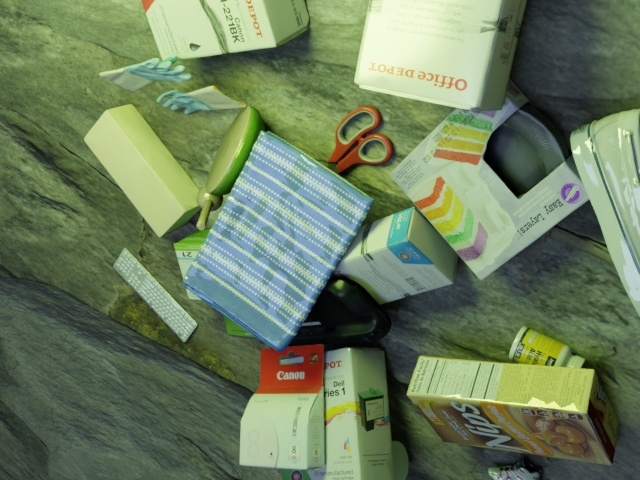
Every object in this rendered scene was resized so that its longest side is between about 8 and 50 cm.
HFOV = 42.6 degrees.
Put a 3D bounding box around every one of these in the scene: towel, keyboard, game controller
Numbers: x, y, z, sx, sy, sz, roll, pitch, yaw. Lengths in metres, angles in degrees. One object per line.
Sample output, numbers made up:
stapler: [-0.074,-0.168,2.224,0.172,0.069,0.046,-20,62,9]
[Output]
towel: [-0.086,0.005,1.459,0.243,0.040,0.336,34,108,13]
keyboard: [-0.391,0.128,1.942,0.256,0.014,0.072,45,129,9]
game controller: [-0.024,0.138,1.562,0.319,0.067,0.166,-10,126,38]

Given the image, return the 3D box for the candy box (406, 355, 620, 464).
candy box: [0.331,0.290,1.418,0.316,0.088,0.183,-2,140,35]

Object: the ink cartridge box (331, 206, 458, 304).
ink cartridge box: [0.125,0.034,1.455,0.190,0.082,0.139,-19,133,40]

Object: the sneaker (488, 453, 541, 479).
sneaker: [0.366,0.425,1.539,0.098,0.038,0.069,11,116,20]

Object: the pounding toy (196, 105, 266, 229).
pounding toy: [-0.142,-0.129,1.568,0.110,0.183,0.237,24,106,-18]

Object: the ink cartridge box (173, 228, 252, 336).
ink cartridge box: [-0.182,0.109,1.732,0.188,0.097,0.255,1,111,34]

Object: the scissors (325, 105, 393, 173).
scissors: [0.019,-0.142,1.526,0.297,0.021,0.109,-32,94,41]

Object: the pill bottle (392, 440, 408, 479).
pill bottle: [0.074,0.462,1.706,0.208,0.117,0.118,-12,104,38]

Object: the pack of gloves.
pack of gloves: [-0.277,-0.302,1.558,0.232,0.195,0.046,4,76,48]

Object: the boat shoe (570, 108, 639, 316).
boat shoe: [0.504,-0.021,1.181,0.156,0.135,0.367,-23,88,37]

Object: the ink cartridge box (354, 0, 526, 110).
ink cartridge box: [0.184,-0.345,1.201,0.207,0.117,0.283,17,104,27]

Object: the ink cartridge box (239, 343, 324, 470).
ink cartridge box: [-0.076,0.322,1.595,0.189,0.066,0.232,-11,78,43]

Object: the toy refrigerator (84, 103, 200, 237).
toy refrigerator: [-0.369,-0.150,1.745,0.102,0.094,0.269,-41,86,33]

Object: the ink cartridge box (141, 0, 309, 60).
ink cartridge box: [-0.179,-0.436,1.445,0.272,0.114,0.197,1,121,34]

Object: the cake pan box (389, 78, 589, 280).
cake pan box: [0.280,-0.102,1.328,0.246,0.070,0.267,50,129,3]

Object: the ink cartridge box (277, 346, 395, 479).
ink cartridge box: [0.026,0.359,1.611,0.201,0.117,0.278,-16,70,38]

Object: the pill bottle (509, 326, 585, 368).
pill bottle: [0.386,0.198,1.397,0.116,0.065,0.065,24,123,24]
